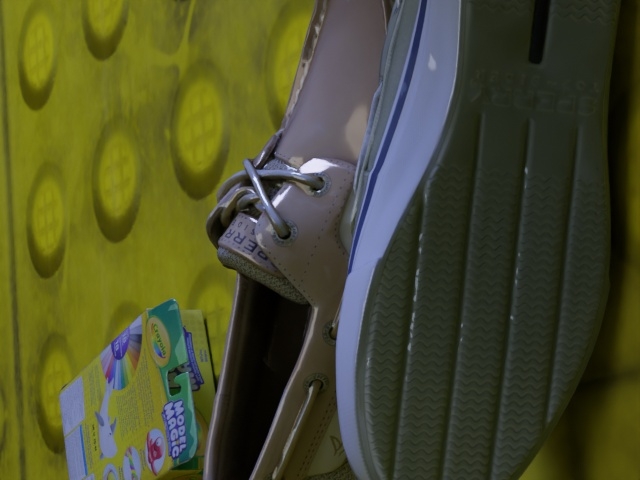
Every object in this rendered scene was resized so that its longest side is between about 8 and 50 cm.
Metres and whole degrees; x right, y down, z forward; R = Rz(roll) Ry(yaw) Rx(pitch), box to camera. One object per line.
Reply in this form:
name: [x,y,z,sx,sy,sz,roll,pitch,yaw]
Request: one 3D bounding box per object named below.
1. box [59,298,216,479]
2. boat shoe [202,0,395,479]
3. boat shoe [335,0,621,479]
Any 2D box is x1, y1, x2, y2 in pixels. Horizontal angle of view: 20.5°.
box: [-0.109,0.112,1.101,0.179,0.043,0.105,-41,54,55]
boat shoe: [0.000,0.000,0.860,0.109,0.098,0.302,26,111,58]
boat shoe: [0.068,-0.032,0.765,0.094,0.109,0.302,-167,89,-75]
